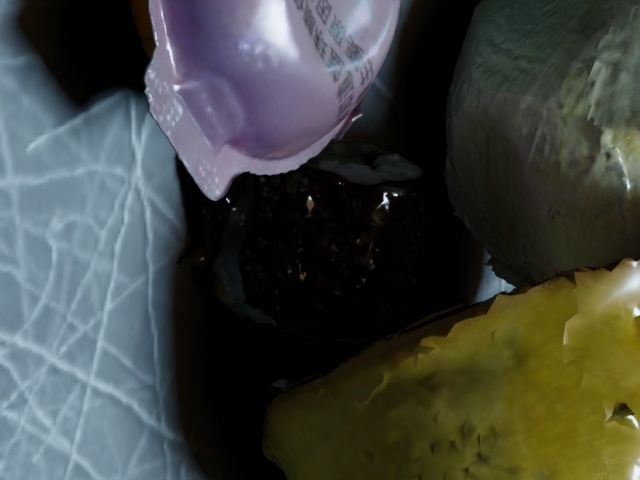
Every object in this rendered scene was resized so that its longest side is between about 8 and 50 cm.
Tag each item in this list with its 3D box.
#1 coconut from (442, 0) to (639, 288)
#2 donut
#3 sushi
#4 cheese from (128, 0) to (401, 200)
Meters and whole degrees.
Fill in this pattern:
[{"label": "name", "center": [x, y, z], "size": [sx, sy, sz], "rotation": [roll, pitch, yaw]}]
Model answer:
[{"label": "coconut", "center": [0.156, -0.068, 0.868], "size": [0.194, 0.194, 0.194], "rotation": [-24, 122, -46]}, {"label": "donut", "center": [0.108, 0.087, 0.803], "size": [0.277, 0.277, 0.108], "rotation": [-4, 72, -52]}, {"label": "sushi", "center": [0.001, 0.000, 0.762], "size": [0.098, 0.094, 0.084], "rotation": [-19, 121, -54]}, {"label": "cheese", "center": [-0.006, -0.147, 0.709], "size": [0.189, 0.074, 0.286], "rotation": [57, 45, -48]}]
